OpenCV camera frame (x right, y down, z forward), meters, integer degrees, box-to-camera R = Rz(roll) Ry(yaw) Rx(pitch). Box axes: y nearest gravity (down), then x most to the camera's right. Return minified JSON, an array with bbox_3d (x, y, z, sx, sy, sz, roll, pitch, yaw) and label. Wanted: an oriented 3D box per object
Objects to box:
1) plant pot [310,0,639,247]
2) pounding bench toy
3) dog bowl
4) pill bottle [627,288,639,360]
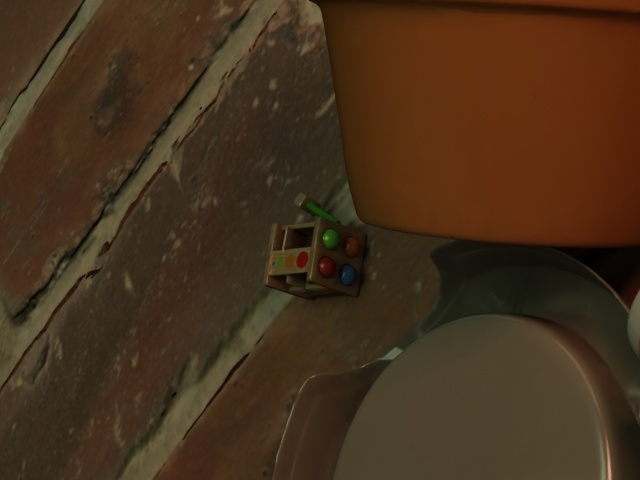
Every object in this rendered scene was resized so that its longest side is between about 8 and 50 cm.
[{"bbox_3d":[0.127,-0.106,1.124,0.291,0.291,0.203,10,98,51],"label":"plant pot"},{"bbox_3d":[0.000,0.000,1.381,0.065,0.052,0.083,-8,69,47],"label":"pounding bench toy"},{"bbox_3d":[0.115,0.176,1.136,0.349,0.102,0.348,-23,57,42],"label":"dog bowl"},{"bbox_3d":[0.295,0.106,0.904,0.152,0.152,0.272,-49,56,23],"label":"pill bottle"}]
